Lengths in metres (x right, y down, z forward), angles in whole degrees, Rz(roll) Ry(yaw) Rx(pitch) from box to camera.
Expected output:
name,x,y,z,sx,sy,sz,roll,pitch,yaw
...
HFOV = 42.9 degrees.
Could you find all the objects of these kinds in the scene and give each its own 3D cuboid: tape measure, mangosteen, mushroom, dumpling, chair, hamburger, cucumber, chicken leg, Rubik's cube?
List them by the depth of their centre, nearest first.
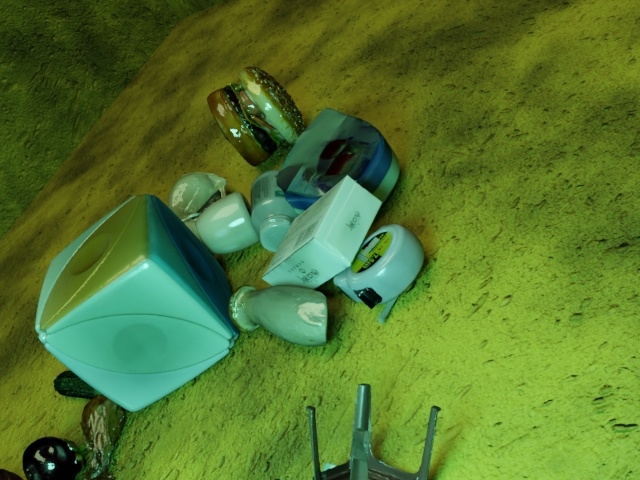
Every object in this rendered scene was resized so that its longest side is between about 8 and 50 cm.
name,x,y,z,sx,sy,sz,roll,pitch,yaw
chair,0.064,0.418,1.293,0.175,0.183,0.327,12,101,41
tape measure,0.135,0.060,1.698,0.196,0.105,0.178,-47,20,-2
mushroom,-0.081,0.159,1.783,0.350,0.128,0.128,0,49,51
chicken leg,-0.505,0.470,1.878,0.113,0.093,0.304,-22,38,8
mangosteen,-0.616,0.518,1.904,0.151,0.137,0.137,-20,17,-36
Rubik's cube,-0.433,0.146,1.951,0.347,0.351,0.352,-35,34,8
tape measure,0.058,-0.167,1.975,0.262,0.138,0.259,18,67,37
cucumber,-0.626,0.374,2.131,0.265,0.077,0.077,-3,47,43
dumpling,-0.364,-0.113,2.437,0.179,0.131,0.252,-2,52,13
hamburger,-0.186,-0.377,2.444,0.225,0.291,0.291,-36,31,6

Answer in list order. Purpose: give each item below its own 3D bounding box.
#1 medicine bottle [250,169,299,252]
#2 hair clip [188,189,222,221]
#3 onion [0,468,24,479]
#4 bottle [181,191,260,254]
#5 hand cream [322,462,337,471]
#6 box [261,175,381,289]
name,x,y,z,sx,sy,sz,roll,pitch,yaw
medicine bottle,-0.112,-0.072,2.089,0.135,0.135,0.215,-29,37,17
hair clip,-0.396,-0.016,2.330,0.358,0.096,0.110,-36,-3,9
onion,-0.757,0.641,1.797,0.281,0.221,0.281,-44,14,14
bottle,-0.287,-0.019,2.164,0.236,0.148,0.148,-26,32,2
hand cream,-0.003,0.469,1.384,0.076,0.047,0.174,-1,57,44
box,0.000,0.000,1.821,0.260,0.111,0.195,-40,18,54
